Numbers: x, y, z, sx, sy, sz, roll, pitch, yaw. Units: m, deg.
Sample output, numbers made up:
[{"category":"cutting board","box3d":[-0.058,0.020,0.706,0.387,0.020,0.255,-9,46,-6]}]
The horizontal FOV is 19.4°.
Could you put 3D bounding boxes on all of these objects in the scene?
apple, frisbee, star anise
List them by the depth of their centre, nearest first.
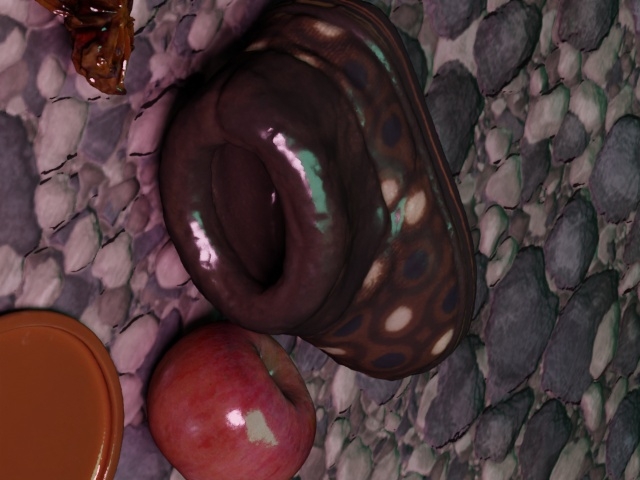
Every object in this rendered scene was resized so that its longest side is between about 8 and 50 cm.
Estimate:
[{"category":"star anise","box3d":[-0.177,-0.194,1.387,0.097,0.070,0.190,-63,149,-55]},{"category":"frisbee","box3d":[-0.251,0.174,1.484,0.251,0.021,0.250,-22,120,-43]},{"category":"apple","box3d":[-0.077,0.146,1.583,0.120,0.153,0.153,-34,142,14]}]

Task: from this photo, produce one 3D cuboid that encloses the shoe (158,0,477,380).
[{"category":"shoe","box3d":[0.000,0.000,1.581,0.237,0.171,0.384,-48,135,-39]}]
